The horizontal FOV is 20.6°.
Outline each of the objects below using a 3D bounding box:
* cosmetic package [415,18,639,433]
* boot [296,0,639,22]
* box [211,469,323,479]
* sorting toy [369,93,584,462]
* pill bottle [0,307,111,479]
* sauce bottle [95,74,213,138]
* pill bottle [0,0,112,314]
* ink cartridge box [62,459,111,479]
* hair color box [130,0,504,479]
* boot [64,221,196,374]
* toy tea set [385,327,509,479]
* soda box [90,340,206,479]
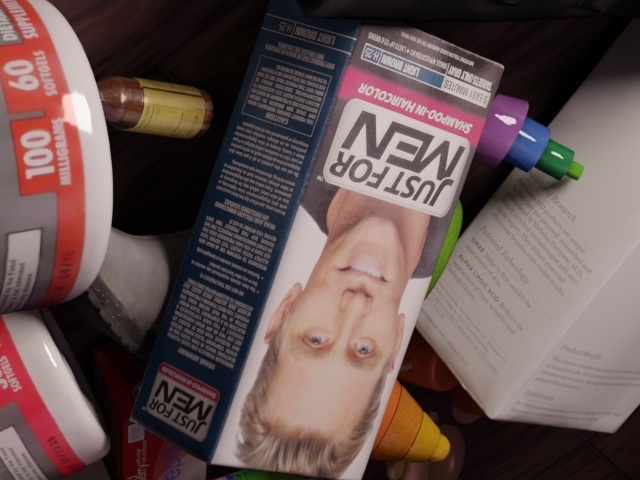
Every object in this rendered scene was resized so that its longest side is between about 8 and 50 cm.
[{"bbox_3d":[0.283,-0.015,1.588,0.217,0.156,0.385,15,118,-49],"label":"cosmetic package"},{"bbox_3d":[0.216,-0.302,1.224,0.445,0.146,0.367,4,126,-32],"label":"boot"},{"bbox_3d":[-0.087,0.383,1.564,0.279,0.290,0.177,-17,144,-6],"label":"box"},{"bbox_3d":[0.115,0.054,1.523,0.126,0.127,0.365,27,101,-7],"label":"sorting toy"},{"bbox_3d":[-0.338,0.158,1.358,0.319,0.176,0.176,-27,146,-6],"label":"pill bottle"},{"bbox_3d":[-0.139,-0.101,1.296,0.128,0.042,0.042,7,131,-39],"label":"sauce bottle"},{"bbox_3d":[-0.330,-0.034,1.084,0.363,0.210,0.210,-11,142,-27],"label":"pill bottle"},{"bbox_3d":[-0.241,0.300,1.455,0.207,0.353,0.119,-23,146,-11],"label":"ink cartridge box"},{"bbox_3d":[0.000,0.000,1.334,0.174,0.105,0.347,15,96,-46],"label":"hair color box"},{"bbox_3d":[-0.091,-0.002,1.395,0.222,0.118,0.338,-50,141,-9],"label":"boot"},{"bbox_3d":[0.066,0.147,1.742,0.336,0.124,0.200,27,87,-48],"label":"toy tea set"},{"bbox_3d":[-0.158,0.194,1.615,0.083,0.092,0.263,-16,144,-19],"label":"soda box"}]
